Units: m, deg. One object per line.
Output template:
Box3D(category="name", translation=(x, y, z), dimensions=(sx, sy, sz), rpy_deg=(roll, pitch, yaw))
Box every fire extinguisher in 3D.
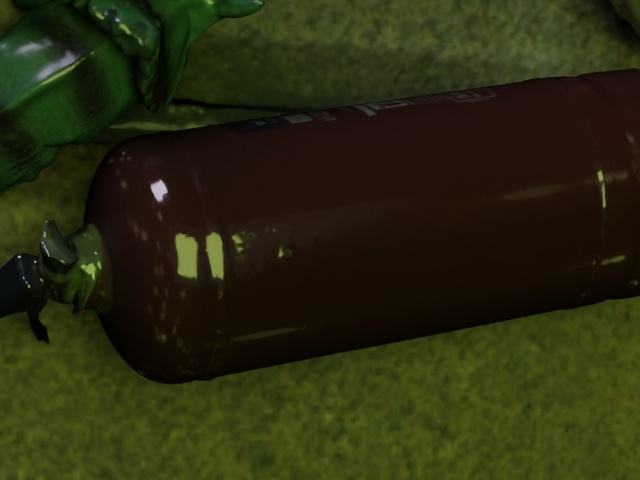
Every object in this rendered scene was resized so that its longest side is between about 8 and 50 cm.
Box3D(category="fire extinguisher", translation=(0.000, 0.000, 0.887), dimensions=(0.337, 0.135, 0.114), rpy_deg=(-9, 68, -22))

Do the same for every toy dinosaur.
Box3D(category="toy dinosaur", translation=(-0.143, -0.062, 0.869), dimensions=(0.292, 0.120, 0.079), rpy_deg=(-32, 110, 8))

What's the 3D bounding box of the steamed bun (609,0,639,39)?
Box3D(category="steamed bun", translation=(0.227, -0.248, 0.921), dimensions=(0.280, 0.207, 0.268), rpy_deg=(-23, 95, -19))
